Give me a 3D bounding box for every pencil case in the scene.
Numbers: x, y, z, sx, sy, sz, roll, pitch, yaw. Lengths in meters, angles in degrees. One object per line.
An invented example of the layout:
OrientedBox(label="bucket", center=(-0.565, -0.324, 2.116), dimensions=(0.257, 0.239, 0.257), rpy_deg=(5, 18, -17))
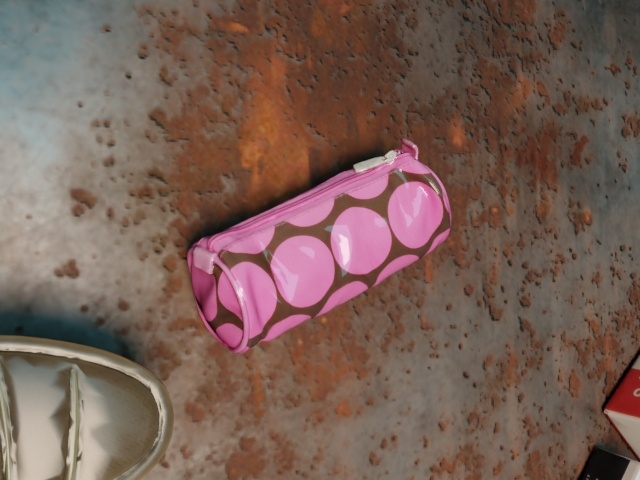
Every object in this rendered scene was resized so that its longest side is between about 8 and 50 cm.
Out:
OrientedBox(label="pencil case", center=(0.000, 0.000, 0.456), dimensions=(0.209, 0.095, 0.098), rpy_deg=(-29, 135, -25))

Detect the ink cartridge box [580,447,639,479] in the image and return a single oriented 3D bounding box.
OrientedBox(label="ink cartridge box", center=(0.383, 0.385, 0.636), dimensions=(0.333, 0.065, 0.165), rpy_deg=(41, 73, -17))

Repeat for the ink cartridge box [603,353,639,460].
OrientedBox(label="ink cartridge box", center=(0.480, 0.166, 0.662), dimensions=(0.273, 0.114, 0.197), rpy_deg=(-45, 106, -21))

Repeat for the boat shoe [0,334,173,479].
OrientedBox(label="boat shoe", center=(-0.246, 0.117, 0.330), dimensions=(0.308, 0.104, 0.110), rpy_deg=(-3, 80, -24))
